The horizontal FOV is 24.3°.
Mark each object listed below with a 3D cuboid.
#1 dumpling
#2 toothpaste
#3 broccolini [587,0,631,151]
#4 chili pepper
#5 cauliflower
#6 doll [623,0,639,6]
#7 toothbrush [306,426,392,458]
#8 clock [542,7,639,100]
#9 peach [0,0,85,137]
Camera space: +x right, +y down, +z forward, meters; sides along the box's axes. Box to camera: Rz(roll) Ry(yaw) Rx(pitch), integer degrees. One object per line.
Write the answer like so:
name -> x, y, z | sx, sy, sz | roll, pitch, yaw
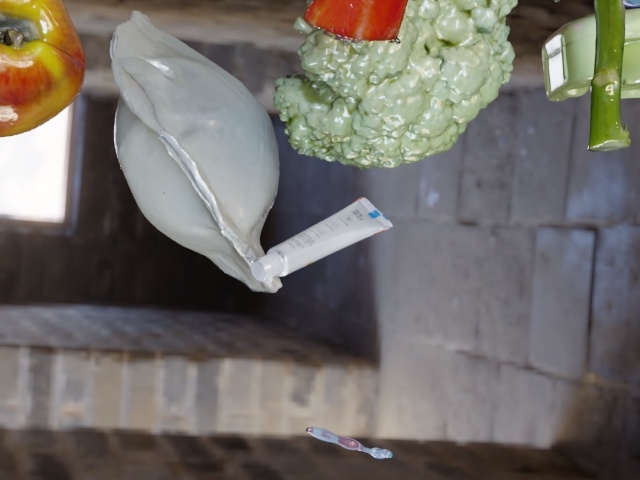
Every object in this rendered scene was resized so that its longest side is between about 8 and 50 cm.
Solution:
dumpling -> -0.146, -0.116, 1.636 | 0.260, 0.181, 0.341 | 53, -146, -65
toothpaste -> 0.000, 0.000, 1.537 | 0.048, 0.190, 0.031 | 44, 133, 19
broccolini -> 0.300, -0.259, 1.492 | 0.079, 0.074, 0.392 | 133, 146, -65
chili pepper -> 0.045, -0.249, 1.211 | 0.065, 0.088, 0.169 | 46, 132, 42
cauliflower -> 0.076, -0.219, 1.534 | 0.327, 0.260, 0.281 | -9, -95, -66
doll -> 0.356, -0.405, 1.759 | 0.187, 0.376, 0.365 | -38, 43, 5
toothbrush -> 0.035, 0.243, 1.786 | 0.019, 0.193, 0.013 | -2, 73, 32
clock -> 0.460, -0.249, 1.978 | 0.235, 0.308, 0.096 | 129, 136, -85
peach -> -0.456, -0.257, 2.039 | 0.281, 0.281, 0.238 | 144, 142, -70
